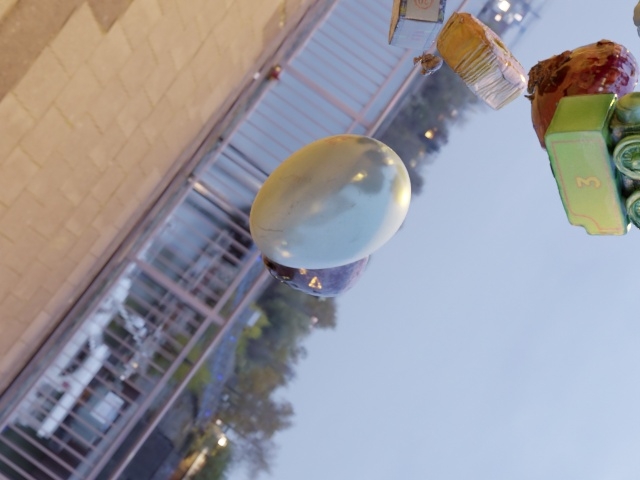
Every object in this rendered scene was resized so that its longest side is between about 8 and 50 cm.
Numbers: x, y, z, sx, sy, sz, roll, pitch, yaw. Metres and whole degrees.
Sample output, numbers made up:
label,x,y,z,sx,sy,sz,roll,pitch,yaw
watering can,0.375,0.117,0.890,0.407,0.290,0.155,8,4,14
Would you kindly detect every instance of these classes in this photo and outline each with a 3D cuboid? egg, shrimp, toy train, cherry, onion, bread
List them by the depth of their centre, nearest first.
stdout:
label,x,y,z,sx,sy,sz,roll,pitch,yaw
egg,0.014,-0.053,1.275,0.264,0.183,0.183,-29,164,-32
toy train,0.453,-0.113,1.351,0.188,0.243,0.132,0,-138,35
shrimp,0.171,-0.289,1.445,0.029,0.038,0.092,-48,-172,-9
cherry,-0.009,-0.005,1.473,0.195,0.195,0.195,-54,179,-2
onion,0.452,-0.273,1.598,0.230,0.163,0.230,-52,-177,3
bread,0.361,-0.396,1.965,0.119,0.152,0.288,-42,154,17

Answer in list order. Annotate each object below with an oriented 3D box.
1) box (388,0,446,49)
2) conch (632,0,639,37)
label,x,y,z,sx,sy,sz,roll,pitch,yaw
box,0.190,-0.524,1.618,0.198,0.084,0.310,138,-40,-88
conch,0.549,-0.263,1.009,0.215,0.319,0.303,-58,153,-11
